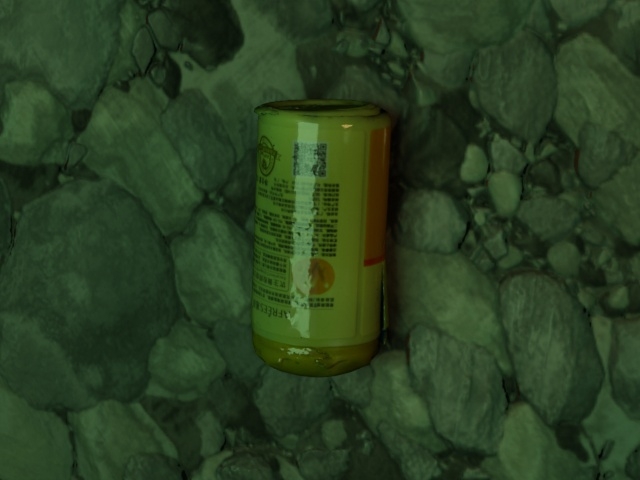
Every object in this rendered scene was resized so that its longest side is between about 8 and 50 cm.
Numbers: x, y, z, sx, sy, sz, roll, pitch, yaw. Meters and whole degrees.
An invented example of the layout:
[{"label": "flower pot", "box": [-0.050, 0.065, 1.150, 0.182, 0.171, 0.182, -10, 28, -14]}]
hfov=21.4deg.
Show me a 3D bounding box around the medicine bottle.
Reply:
[{"label": "medicine bottle", "box": [0.000, 0.000, 1.455, 0.124, 0.124, 0.238, 9, 105, 32]}]
